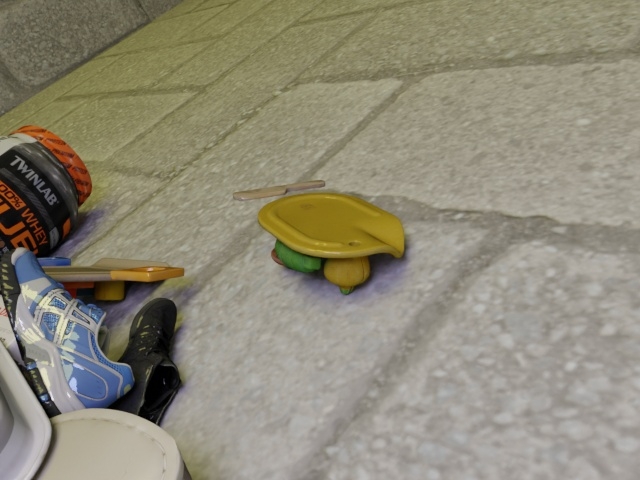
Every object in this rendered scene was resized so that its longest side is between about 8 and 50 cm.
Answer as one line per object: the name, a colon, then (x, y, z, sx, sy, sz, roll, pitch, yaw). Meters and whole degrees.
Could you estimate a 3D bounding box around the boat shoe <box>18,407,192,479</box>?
boat shoe: (-0.228, 0.216, 0.491, 0.324, 0.096, 0.116, -15, 33, 20)

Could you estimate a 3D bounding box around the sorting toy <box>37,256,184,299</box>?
sorting toy: (-0.323, 0.055, 0.802, 0.348, 0.047, 0.196, 1, 4, 40)

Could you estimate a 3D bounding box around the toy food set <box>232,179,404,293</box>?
toy food set: (0.000, 0.000, 0.677, 0.128, 0.071, 0.218, -14, 26, -25)

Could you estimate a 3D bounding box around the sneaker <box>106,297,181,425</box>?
sneaker: (-0.169, 0.128, 0.625, 0.089, 0.051, 0.170, -5, 42, 33)

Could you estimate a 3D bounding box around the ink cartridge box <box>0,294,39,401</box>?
ink cartridge box: (-0.388, 0.175, 0.672, 0.172, 0.100, 0.237, 3, 42, 39)

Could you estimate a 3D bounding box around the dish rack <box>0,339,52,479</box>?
dish rack: (-0.391, 0.203, 0.477, 0.333, 0.072, 0.285, -43, 34, -21)

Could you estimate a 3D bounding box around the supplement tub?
supplement tub: (-0.539, -0.026, 0.986, 0.207, 0.207, 0.338, -3, 40, 35)

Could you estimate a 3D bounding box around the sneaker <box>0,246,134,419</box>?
sneaker: (-0.252, 0.086, 0.602, 0.081, 0.080, 0.211, -22, 58, -27)
